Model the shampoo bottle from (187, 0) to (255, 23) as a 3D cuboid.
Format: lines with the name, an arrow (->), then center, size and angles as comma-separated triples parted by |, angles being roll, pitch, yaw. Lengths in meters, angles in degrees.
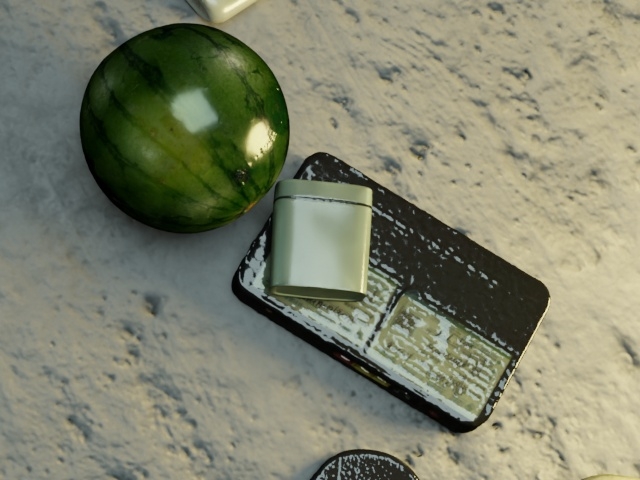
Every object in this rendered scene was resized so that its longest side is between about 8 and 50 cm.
shampoo bottle -> -0.080, -0.367, 2.050 | 0.221, 0.051, 0.108 | -37, 83, -19

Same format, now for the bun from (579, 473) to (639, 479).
bun -> 0.338, 0.383, 1.881 | 0.210, 0.116, 0.237 | -27, 95, -20

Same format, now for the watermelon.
watermelon -> -0.155, -0.129, 1.867 | 0.242, 0.242, 0.242 | 3, 73, -11

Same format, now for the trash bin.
trash bin -> 0.000, 0.000, 1.897 | 0.116, 0.059, 0.130 | 6, 73, -7

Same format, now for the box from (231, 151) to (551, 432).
box -> 0.086, 0.062, 1.956 | 0.350, 0.058, 0.211 | 32, 72, -1

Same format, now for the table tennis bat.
table tennis bat -> 0.015, 0.311, 1.883 | 0.236, 0.027, 0.150 | 10, 72, -10
